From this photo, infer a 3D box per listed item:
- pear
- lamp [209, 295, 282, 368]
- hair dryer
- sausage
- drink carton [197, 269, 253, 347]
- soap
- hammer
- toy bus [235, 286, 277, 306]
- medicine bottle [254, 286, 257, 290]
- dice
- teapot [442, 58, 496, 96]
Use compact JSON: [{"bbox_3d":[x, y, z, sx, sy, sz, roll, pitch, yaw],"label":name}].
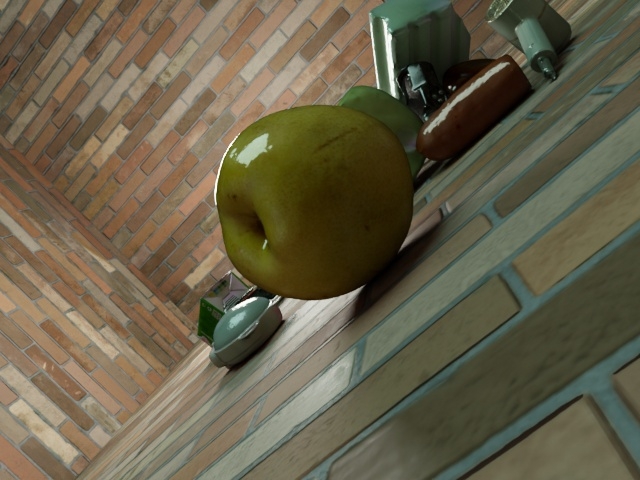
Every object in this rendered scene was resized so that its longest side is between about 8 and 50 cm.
[{"bbox_3d":[-0.005,-0.057,0.777,0.314,0.314,0.314,-44,4,4],"label":"pear"},{"bbox_3d":[-0.190,0.213,1.191,0.246,0.108,0.179,-42,1,40],"label":"lamp"},{"bbox_3d":[0.450,-0.402,1.046,0.107,0.173,0.357,-47,21,40],"label":"hair dryer"},{"bbox_3d":[0.312,-0.268,1.068,0.259,0.113,0.113,-41,5,23],"label":"sausage"},{"bbox_3d":[-0.329,0.247,1.724,0.161,0.108,0.271,-44,-17,-37],"label":"drink carton"},{"bbox_3d":[0.303,-0.507,1.518,0.261,0.156,0.446,-31,-37,-9],"label":"soap"},{"bbox_3d":[0.251,-0.280,1.458,0.095,0.243,0.409,-9,-27,-19],"label":"hammer"},{"bbox_3d":[-0.193,0.197,1.591,0.195,0.081,0.089,-43,-5,15],"label":"toy bus"},{"bbox_3d":[-0.164,0.149,1.765,0.079,0.079,0.140,-41,6,41],"label":"medicine bottle"},{"bbox_3d":[0.103,-0.209,1.260,0.250,0.252,0.254,-59,7,-18],"label":"dice"},{"bbox_3d":[0.425,-0.422,1.404,0.178,0.135,0.252,5,33,39],"label":"teapot"}]
